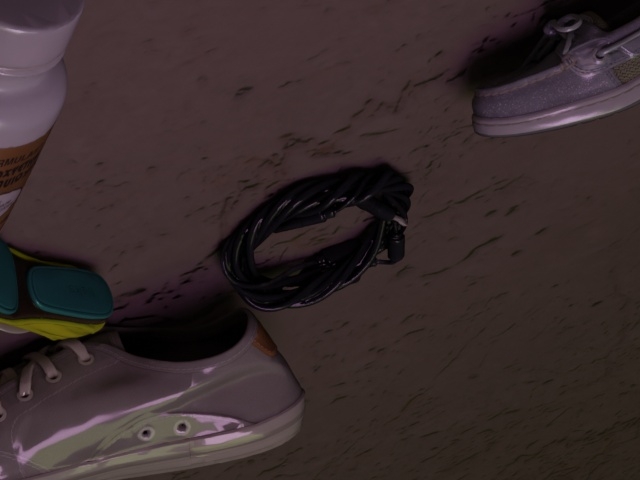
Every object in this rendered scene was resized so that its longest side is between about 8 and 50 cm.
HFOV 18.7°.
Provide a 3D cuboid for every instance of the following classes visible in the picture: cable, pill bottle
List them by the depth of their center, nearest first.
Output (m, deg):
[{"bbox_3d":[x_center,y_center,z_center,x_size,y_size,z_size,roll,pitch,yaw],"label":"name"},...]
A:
[{"bbox_3d":[-0.243,-0.095,1.301,0.131,0.131,0.229,-3,142,-35],"label":"pill bottle"},{"bbox_3d":[0.000,0.000,1.716,0.184,0.047,0.150,-12,146,-23],"label":"cable"}]

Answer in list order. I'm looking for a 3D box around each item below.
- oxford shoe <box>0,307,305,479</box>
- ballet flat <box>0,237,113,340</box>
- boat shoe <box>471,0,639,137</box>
[{"bbox_3d":[-0.237,0.149,1.699,0.449,0.169,0.130,-12,106,-9],"label":"oxford shoe"},{"bbox_3d":[-0.261,0.041,1.560,0.077,0.077,0.231,-22,156,26],"label":"ballet flat"},{"bbox_3d":[0.264,-0.177,1.608,0.320,0.103,0.118,-24,-171,2],"label":"boat shoe"}]
